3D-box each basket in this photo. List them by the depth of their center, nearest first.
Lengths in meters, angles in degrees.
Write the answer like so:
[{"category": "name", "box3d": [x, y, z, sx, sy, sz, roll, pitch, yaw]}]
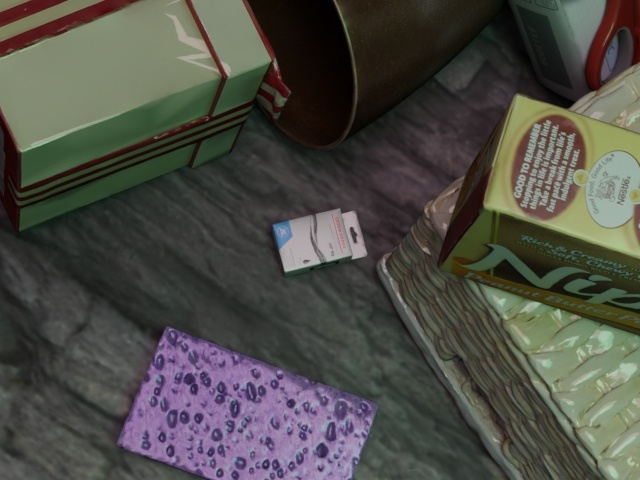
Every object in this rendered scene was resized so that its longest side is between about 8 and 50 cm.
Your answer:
[{"category": "basket", "box3d": [0.276, 0.046, 1.140, 0.331, 0.266, 0.328, -32, 81, -11]}]

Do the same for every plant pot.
[{"category": "plant pot", "box3d": [0.057, -0.225, 1.228, 0.230, 0.215, 0.215, -27, 80, -26]}]

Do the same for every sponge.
[{"category": "sponge", "box3d": [-0.064, 0.168, 1.207, 0.210, 0.031, 0.117, 20, 77, 1]}]

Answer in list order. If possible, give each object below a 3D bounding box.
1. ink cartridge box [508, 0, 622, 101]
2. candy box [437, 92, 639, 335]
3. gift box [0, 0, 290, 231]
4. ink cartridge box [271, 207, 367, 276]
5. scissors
[{"category": "ink cartridge box", "box3d": [0.310, -0.358, 1.215, 0.385, 0.308, 0.091, -43, 44, -12]}, {"category": "candy box", "box3d": [0.252, 0.013, 0.915, 0.316, 0.183, 0.088, 19, 75, 0]}, {"category": "gift box", "box3d": [-0.179, -0.173, 1.142, 0.258, 0.276, 0.255, -24, 85, -20]}, {"category": "ink cartridge box", "box3d": [0.000, 0.000, 1.249, 0.083, 0.028, 0.048, -14, 79, -7]}, {"category": "scissors", "box3d": [0.271, -0.259, 1.165, 0.109, 0.297, 0.021, -27, 38, -25]}]
